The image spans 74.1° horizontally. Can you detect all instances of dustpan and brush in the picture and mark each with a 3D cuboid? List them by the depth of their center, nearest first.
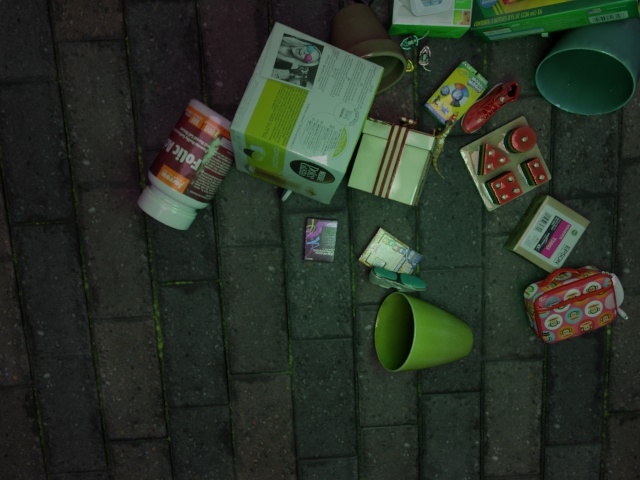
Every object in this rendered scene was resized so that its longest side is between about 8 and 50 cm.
[{"bbox_3d":[1.109,0.233,1.617,0.211,0.060,0.147,46,107,0],"label":"dustpan and brush"}]

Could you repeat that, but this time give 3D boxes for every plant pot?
[{"bbox_3d":[0.900,-0.601,1.381,0.292,0.293,0.235,32,81,-5],"label":"plant pot"},{"bbox_3d":[0.127,-0.628,1.391,0.262,0.263,0.230,-16,81,1],"label":"plant pot"},{"bbox_3d":[0.389,0.342,1.525,0.293,0.275,0.275,11,98,-18],"label":"plant pot"}]

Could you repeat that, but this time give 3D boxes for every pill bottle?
[{"bbox_3d":[-0.431,-0.248,1.424,0.224,0.224,0.392,32,96,-5],"label":"pill bottle"}]

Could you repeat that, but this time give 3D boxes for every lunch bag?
[{"bbox_3d":[0.894,0.213,1.527,0.292,0.120,0.258,-21,111,4],"label":"lunch bag"}]

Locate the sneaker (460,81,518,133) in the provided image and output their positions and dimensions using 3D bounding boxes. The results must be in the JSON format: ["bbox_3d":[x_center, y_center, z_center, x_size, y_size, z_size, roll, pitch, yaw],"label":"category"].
[{"bbox_3d":[0.586,-0.468,1.463,0.087,0.128,0.221,40,95,-6],"label":"sneaker"}]

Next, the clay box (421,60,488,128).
[{"bbox_3d":[0.480,-0.515,1.491,0.127,0.053,0.222,41,96,-3],"label":"clay box"}]

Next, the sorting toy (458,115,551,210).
[{"bbox_3d":[0.671,-0.273,1.512,0.257,0.089,0.256,-28,98,3],"label":"sorting toy"}]

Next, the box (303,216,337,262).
[{"bbox_3d":[0.000,0.000,1.568,0.115,0.029,0.162,4,99,-2],"label":"box"}]

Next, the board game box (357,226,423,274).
[{"bbox_3d":[0.258,0.062,1.573,0.193,0.045,0.147,34,96,-6],"label":"board game box"}]

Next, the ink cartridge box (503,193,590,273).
[{"bbox_3d":[0.825,-0.022,1.553,0.193,0.088,0.235,29,96,-4],"label":"ink cartridge box"}]

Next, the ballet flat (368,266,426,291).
[{"bbox_3d":[0.276,0.151,1.540,0.213,0.072,0.068,17,127,-3],"label":"ballet flat"}]

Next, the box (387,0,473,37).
[{"bbox_3d":[0.365,-0.816,1.413,0.261,0.127,0.232,3,100,-1],"label":"box"}]

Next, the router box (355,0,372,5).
[{"bbox_3d":[0.128,-0.896,1.435,0.178,0.046,0.133,36,95,-6],"label":"router box"}]

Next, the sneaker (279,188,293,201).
[{"bbox_3d":[-0.127,-0.266,1.499,0.163,0.086,0.226,30,98,-3],"label":"sneaker"}]

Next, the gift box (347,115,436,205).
[{"bbox_3d":[0.229,-0.272,1.405,0.276,0.255,0.259,20,99,10],"label":"gift box"}]

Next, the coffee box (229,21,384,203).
[{"bbox_3d":[-0.047,-0.354,1.286,0.334,0.337,0.339,21,78,-3],"label":"coffee box"}]

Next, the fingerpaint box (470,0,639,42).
[{"bbox_3d":[0.703,-0.836,1.257,0.444,0.163,0.372,10,101,38],"label":"fingerpaint box"}]

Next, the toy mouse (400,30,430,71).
[{"bbox_3d":[0.328,-0.653,1.460,0.160,0.031,0.143,24,121,-10],"label":"toy mouse"}]

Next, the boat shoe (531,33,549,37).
[{"bbox_3d":[0.727,-0.859,1.421,0.112,0.127,0.341,8,105,31],"label":"boat shoe"}]

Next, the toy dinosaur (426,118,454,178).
[{"bbox_3d":[0.406,-0.325,1.503,0.112,0.064,0.212,29,130,27],"label":"toy dinosaur"}]
